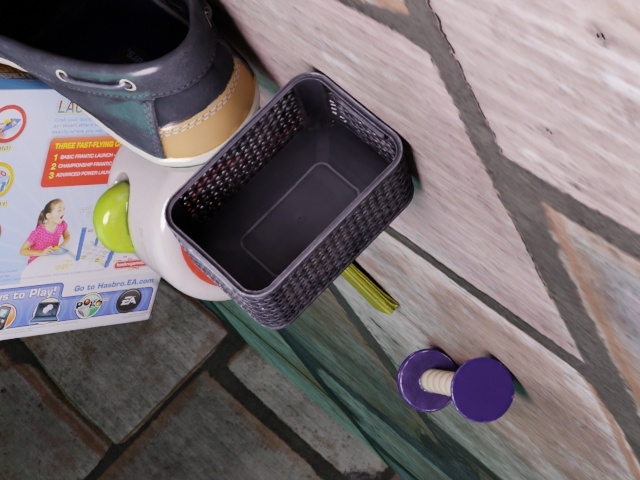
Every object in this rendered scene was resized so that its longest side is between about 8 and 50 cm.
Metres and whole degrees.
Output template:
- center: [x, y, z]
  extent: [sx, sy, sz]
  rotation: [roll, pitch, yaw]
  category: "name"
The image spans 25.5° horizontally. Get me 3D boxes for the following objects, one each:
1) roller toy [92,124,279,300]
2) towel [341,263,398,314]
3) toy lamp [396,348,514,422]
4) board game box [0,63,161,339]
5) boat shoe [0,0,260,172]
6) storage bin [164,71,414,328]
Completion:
- center: [-0.110, -0.043, 1.478]
  extent: [0.191, 0.209, 0.146]
  rotation: [35, 178, -41]
  category: "roller toy"
- center: [0.000, 0.000, 1.723]
  extent: [0.237, 0.021, 0.102]
  rotation: [45, 176, -8]
  category: "towel"
- center: [0.144, 0.164, 1.628]
  extent: [0.080, 0.080, 0.275]
  rotation: [45, 170, -4]
  category: "toy lamp"
- center: [-0.292, -0.045, 1.523]
  extent: [0.308, 0.302, 0.086]
  rotation: [-5, -147, -43]
  category: "board game box"
- center: [-0.264, -0.241, 1.340]
  extent: [0.500, 0.187, 0.156]
  rotation: [34, 162, 27]
  category: "boat shoe"
- center: [-0.023, -0.032, 1.165]
  extent: [0.122, 0.180, 0.084]
  rotation: [41, 169, 22]
  category: "storage bin"
